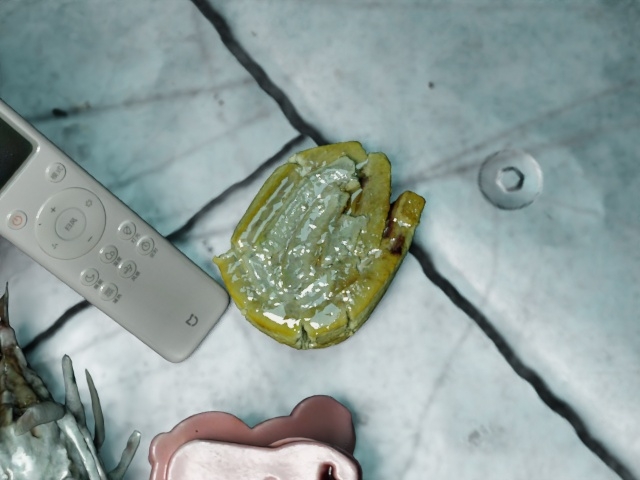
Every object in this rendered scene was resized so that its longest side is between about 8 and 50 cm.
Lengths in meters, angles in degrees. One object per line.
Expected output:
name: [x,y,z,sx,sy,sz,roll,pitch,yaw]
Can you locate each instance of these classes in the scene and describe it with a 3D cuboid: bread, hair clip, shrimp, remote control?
bread: [0.000,0.000,0.949,0.117,0.064,0.156,29,80,6]
hair clip: [-0.042,0.162,0.890,0.138,0.102,0.123,3,79,0]
shrimp: [-0.182,0.231,0.859,0.221,0.166,0.411,-5,89,-33]
remote control: [-0.154,-0.003,0.878,0.067,0.261,0.029,-52,40,-7]
